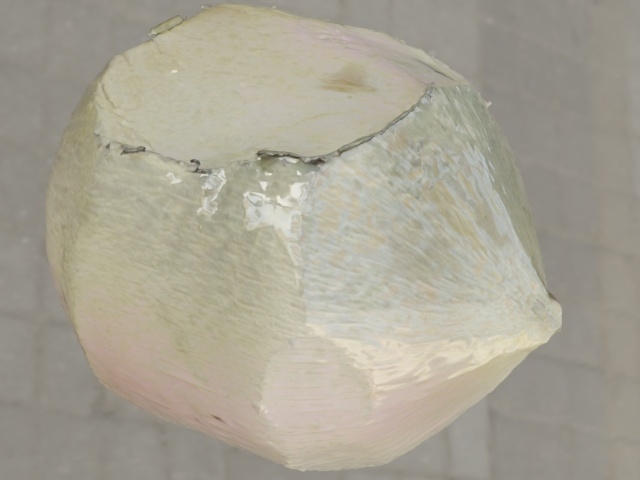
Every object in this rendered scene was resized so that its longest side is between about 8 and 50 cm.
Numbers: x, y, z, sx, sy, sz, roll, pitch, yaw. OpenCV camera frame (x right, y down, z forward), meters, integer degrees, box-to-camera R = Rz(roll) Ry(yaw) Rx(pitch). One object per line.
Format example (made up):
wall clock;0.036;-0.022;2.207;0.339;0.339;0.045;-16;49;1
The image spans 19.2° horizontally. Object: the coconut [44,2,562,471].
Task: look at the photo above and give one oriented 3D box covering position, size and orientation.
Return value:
coconut;0.000;0.000;0.453;0.110;0.124;0.110;14;90;-70
